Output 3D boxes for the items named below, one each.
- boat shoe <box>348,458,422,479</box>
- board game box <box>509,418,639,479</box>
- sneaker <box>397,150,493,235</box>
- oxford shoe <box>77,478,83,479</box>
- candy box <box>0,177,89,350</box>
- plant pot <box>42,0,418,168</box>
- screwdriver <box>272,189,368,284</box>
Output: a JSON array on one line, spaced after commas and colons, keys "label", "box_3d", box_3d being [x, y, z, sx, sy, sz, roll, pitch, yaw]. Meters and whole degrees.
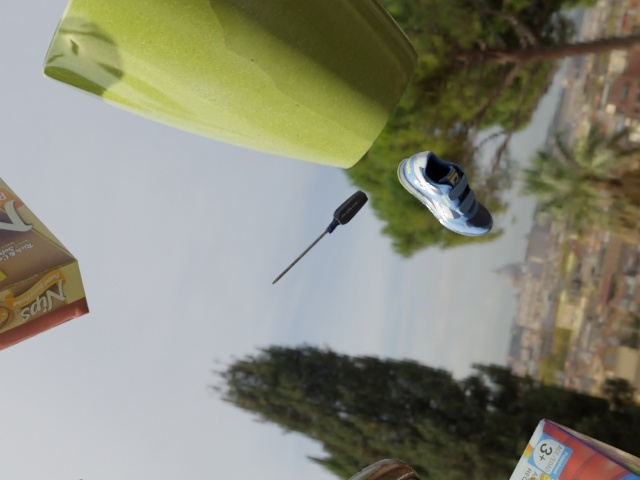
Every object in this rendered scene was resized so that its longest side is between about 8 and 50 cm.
[{"label": "boat shoe", "box_3d": [0.024, 0.383, 1.094, 0.324, 0.116, 0.123, -57, -44, -12]}, {"label": "board game box", "box_3d": [0.238, 0.243, 0.634, 0.142, 0.275, 0.144, 27, -90, -40]}, {"label": "sneaker", "box_3d": [0.166, -0.059, 1.328, 0.059, 0.144, 0.053, -39, 17, 54]}, {"label": "oxford shoe", "box_3d": [-0.324, 0.374, 1.422, 0.123, 0.348, 0.130, 50, -152, -45]}, {"label": "candy box", "box_3d": [-0.439, 0.020, 1.300, 0.183, 0.316, 0.087, -25, -52, -26]}, {"label": "plant pot", "box_3d": [-0.065, -0.200, 1.002, 0.274, 0.293, 0.275, -57, 12, 19]}, {"label": "screwdriver", "box_3d": [0.000, 0.000, 1.373, 0.170, 0.025, 0.024, -48, 32, 4]}]
